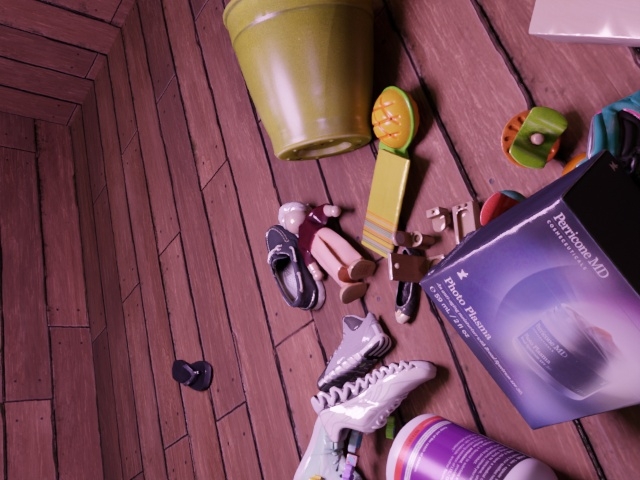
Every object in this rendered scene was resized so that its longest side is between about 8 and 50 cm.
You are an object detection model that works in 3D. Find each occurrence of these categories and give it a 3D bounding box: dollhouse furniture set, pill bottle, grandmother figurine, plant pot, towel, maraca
[{"bbox_3d":[0.229,0.001,1.216,0.151,0.123,0.144,-18,71,48],"label":"dollhouse furniture set"},{"bbox_3d":[0.280,0.436,1.044,0.322,0.181,0.182,11,93,51],"label":"pill bottle"},{"bbox_3d":[0.000,0.000,1.515,0.342,0.104,0.208,42,114,43],"label":"grandmother figurine"},{"bbox_3d":[-0.020,-0.386,1.441,0.366,0.366,0.353,-14,85,49],"label":"plant pot"},{"bbox_3d":[0.150,-0.082,1.370,0.102,0.021,0.238,32,121,44],"label":"towel"},{"bbox_3d":[0.168,-0.255,1.358,0.127,0.099,0.186,43,143,47],"label":"maraca"}]

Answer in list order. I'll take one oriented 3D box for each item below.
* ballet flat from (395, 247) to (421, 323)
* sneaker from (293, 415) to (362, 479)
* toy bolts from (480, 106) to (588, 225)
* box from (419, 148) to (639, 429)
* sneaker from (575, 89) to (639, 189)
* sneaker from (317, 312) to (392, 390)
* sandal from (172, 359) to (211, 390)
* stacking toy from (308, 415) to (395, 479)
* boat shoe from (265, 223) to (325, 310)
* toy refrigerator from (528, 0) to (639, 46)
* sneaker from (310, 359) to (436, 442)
[{"bbox_3d":[0.183,0.096,1.317,0.057,0.049,0.173,9,91,51],"label":"ballet flat"},{"bbox_3d":[0.052,0.488,1.403,0.151,0.094,0.256,20,86,26],"label":"sneaker"},{"bbox_3d":[0.390,-0.095,1.072,0.218,0.158,0.229,31,102,6],"label":"toy bolts"},{"bbox_3d":[0.359,0.083,0.879,0.296,0.182,0.294,52,140,3],"label":"box"},{"bbox_3d":[0.468,-0.084,0.887,0.178,0.124,0.296,-12,68,15],"label":"sneaker"},{"bbox_3d":[0.065,0.252,1.422,0.228,0.086,0.132,-43,48,26],"label":"sneaker"},{"bbox_3d":[-0.442,0.450,2.014,0.254,0.054,0.097,-11,76,49],"label":"sandal"},{"bbox_3d":[0.067,0.476,1.321,0.166,0.052,0.221,8,79,22],"label":"stacking toy"},{"bbox_3d":[-0.089,0.060,1.617,0.303,0.091,0.114,53,124,40],"label":"boat shoe"},{"bbox_3d":[0.491,-0.376,0.986,0.269,0.094,0.102,27,112,50],"label":"toy refrigerator"},{"bbox_3d":[0.122,0.337,1.276,0.292,0.110,0.118,-29,65,22],"label":"sneaker"}]
